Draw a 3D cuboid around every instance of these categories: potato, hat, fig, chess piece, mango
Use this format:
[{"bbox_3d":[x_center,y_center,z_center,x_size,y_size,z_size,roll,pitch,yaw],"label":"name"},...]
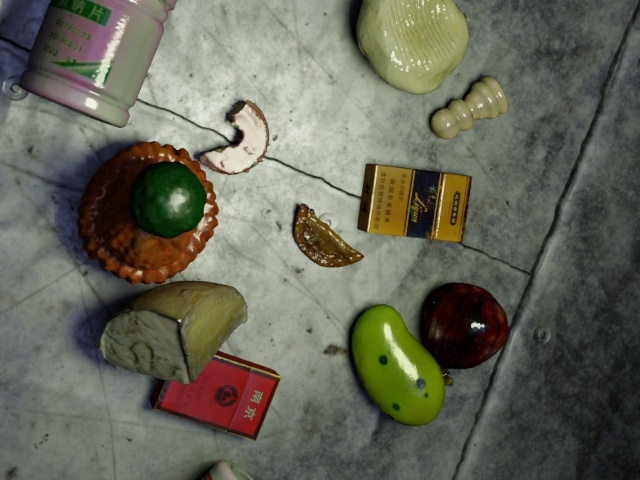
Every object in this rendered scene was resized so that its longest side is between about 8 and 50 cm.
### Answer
[{"bbox_3d":[-0.287,0.133,1.771,0.264,0.211,0.189,-47,143,-50],"label":"potato"},{"bbox_3d":[-0.293,-0.032,1.654,0.285,0.400,0.285,-5,103,-21],"label":"hat"},{"bbox_3d":[0.303,0.220,1.998,0.186,0.204,0.249,25,100,-21],"label":"fig"},{"bbox_3d":[0.326,-0.283,1.984,0.170,0.094,0.094,-33,107,-7],"label":"chess piece"},{"bbox_3d":[0.168,0.280,1.981,0.175,0.143,0.293,-24,100,22],"label":"mango"}]

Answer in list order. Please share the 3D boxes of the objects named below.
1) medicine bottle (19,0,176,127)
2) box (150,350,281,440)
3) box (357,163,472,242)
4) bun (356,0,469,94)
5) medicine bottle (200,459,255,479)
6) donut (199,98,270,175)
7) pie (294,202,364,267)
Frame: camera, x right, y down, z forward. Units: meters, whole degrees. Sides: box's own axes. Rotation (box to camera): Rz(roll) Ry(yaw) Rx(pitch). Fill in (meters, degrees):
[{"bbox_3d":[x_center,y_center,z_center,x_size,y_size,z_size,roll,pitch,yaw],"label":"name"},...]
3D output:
[{"bbox_3d":[-0.402,-0.393,1.657,0.212,0.212,0.325,22,92,-20],"label":"medicine bottle"},{"bbox_3d":[-0.222,0.316,1.901,0.240,0.074,0.153,22,87,-21],"label":"box"},{"bbox_3d":[0.210,-0.083,1.986,0.237,0.070,0.152,6,96,-17],"label":"box"},{"bbox_3d":[0.185,-0.424,1.880,0.259,0.160,0.259,3,83,-27],"label":"bun"},{"bbox_3d":[-0.194,0.625,1.862,0.252,0.252,0.241,44,84,-19],"label":"medicine bottle"},{"bbox_3d":[-0.163,-0.200,1.845,0.117,0.065,0.166,38,87,-18],"label":"donut"},{"bbox_3d":[0.000,0.003,1.948,0.088,0.033,0.191,-44,111,9],"label":"pie"}]
